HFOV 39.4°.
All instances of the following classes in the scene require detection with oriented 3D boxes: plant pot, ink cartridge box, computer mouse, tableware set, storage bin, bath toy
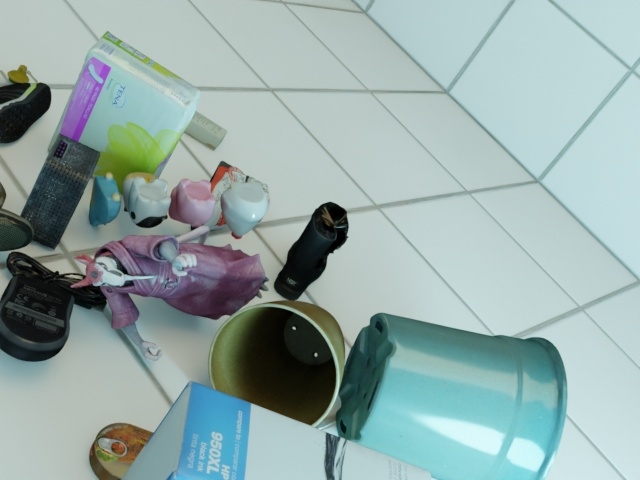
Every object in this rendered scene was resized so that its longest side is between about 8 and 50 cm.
[{"bbox_3d":[0.225,0.302,1.677,0.334,0.341,0.341,17,34,-13],"label":"plant pot"},{"bbox_3d":[-0.072,0.402,1.256,0.395,0.285,0.166,24,34,-17],"label":"ink cartridge box"},{"bbox_3d":[-0.465,0.127,1.476,0.188,0.072,0.272,25,20,-13],"label":"computer mouse"},{"bbox_3d":[-0.708,-0.369,1.960,0.154,0.024,0.104,-11,50,-49],"label":"tableware set"},{"bbox_3d":[-0.049,0.203,1.642,0.237,0.237,0.254,39,17,6],"label":"plant pot"},{"bbox_3d":[-0.482,-0.089,1.636,0.084,0.180,0.122,24,32,-16],"label":"storage bin"},{"bbox_3d":[-0.279,-0.068,1.794,0.348,0.129,0.151,3,41,-22],"label":"bath toy"}]

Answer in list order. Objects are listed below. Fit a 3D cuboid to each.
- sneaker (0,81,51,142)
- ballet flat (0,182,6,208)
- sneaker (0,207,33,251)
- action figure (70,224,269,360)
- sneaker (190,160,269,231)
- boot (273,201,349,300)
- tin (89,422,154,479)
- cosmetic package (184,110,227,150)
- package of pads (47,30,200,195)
[{"bbox_3d":[-0.648,-0.269,1.849,0.097,0.084,0.235,13,29,9],"label":"sneaker"},{"bbox_3d":[-0.656,-0.139,1.667,0.084,0.058,0.250,-34,62,-20],"label":"ballet flat"},{"bbox_3d":[-0.594,-0.005,1.488,0.227,0.087,0.130,13,25,-27],"label":"sneaker"},{"bbox_3d":[-0.277,0.040,1.577,0.370,0.248,0.276,11,37,-45],"label":"action figure"},{"bbox_3d":[-0.192,-0.077,1.991,0.145,0.090,0.270,27,29,-9],"label":"sneaker"},{"bbox_3d":[0.000,0.000,1.957,0.094,0.207,0.246,35,30,0],"label":"boot"},{"bbox_3d":[-0.266,0.350,1.386,0.189,0.040,0.106,25,28,-16],"label":"tin"},{"bbox_3d":[-0.294,-0.277,2.213,0.115,0.041,0.060,33,30,-3],"label":"cosmetic package"},{"bbox_3d":[-0.396,-0.238,1.811,0.229,0.296,0.101,31,40,-7],"label":"package of pads"}]
